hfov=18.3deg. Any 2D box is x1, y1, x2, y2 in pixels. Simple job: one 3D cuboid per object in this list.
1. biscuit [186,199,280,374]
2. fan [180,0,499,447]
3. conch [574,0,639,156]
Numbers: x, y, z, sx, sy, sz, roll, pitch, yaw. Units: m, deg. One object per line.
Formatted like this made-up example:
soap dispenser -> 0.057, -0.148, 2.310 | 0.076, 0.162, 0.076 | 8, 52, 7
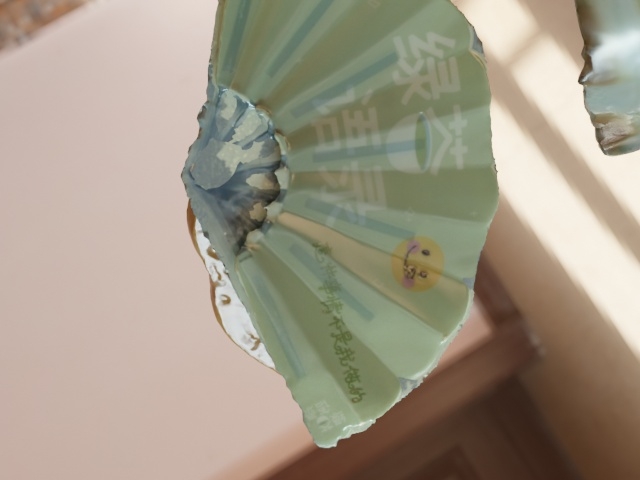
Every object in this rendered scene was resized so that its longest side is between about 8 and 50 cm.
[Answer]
biscuit -> 0.000, 0.000, 1.123 | 0.029, 0.142, 0.221 | -105, -3, -52
fan -> 0.008, -0.037, 0.797 | 0.009, 0.131, 0.240 | -158, 59, -75
conch -> 0.181, -0.232, 0.915 | 0.249, 0.197, 0.368 | -45, -57, -60
